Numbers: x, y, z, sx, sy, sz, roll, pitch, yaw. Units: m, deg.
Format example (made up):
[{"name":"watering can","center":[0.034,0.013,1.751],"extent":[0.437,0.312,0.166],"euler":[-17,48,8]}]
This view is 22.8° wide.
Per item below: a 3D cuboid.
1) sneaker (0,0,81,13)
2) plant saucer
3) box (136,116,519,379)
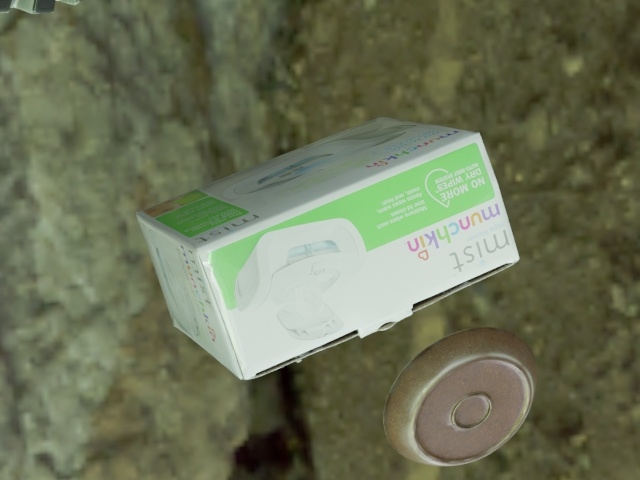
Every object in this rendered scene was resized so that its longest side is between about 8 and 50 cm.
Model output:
[{"name":"sneaker","center":[-0.385,-0.289,1.564],"extent":[0.146,0.331,0.122],"euler":[34,113,30]},{"name":"plant saucer","center":[0.144,0.162,1.567],"extent":[0.029,0.169,0.168],"euler":[-124,28,-50]},{"name":"box","center":[0.000,0.000,1.384],"extent":[0.126,0.262,0.231],"euler":[71,166,-13]}]
